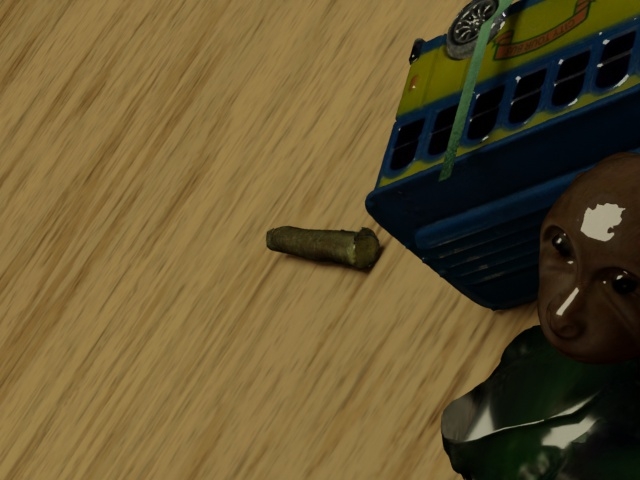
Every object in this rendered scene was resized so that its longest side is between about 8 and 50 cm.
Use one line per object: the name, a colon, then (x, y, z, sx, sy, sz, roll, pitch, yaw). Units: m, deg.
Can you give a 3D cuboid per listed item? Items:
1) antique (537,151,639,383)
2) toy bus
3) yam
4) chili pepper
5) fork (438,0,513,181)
antique: (0.220, -0.021, 0.971, 0.257, 0.143, 0.121, -27, 45, -5)
toy bus: (0.183, -0.081, 1.185, 0.287, 0.138, 0.175, -21, 40, 43)
yam: (0.000, 0.000, 1.464, 0.129, 0.027, 0.033, 11, 97, 56)
chili pepper: (0.156, 0.122, 1.013, 0.148, 0.116, 0.264, -34, 34, 21)
fork: (0.103, -0.120, 1.183, 0.039, 0.021, 0.235, -28, 36, 44)
